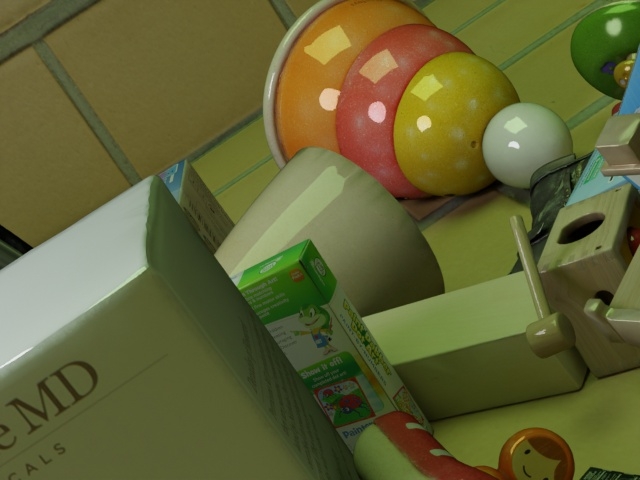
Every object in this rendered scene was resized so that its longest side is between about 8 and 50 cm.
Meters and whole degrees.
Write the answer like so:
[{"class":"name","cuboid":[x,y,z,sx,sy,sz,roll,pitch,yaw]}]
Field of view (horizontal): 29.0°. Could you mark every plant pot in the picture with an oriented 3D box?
[{"class":"plant pot","cuboid":[-0.038,0.073,1.457,0.274,0.256,0.256,-42,18,-21]}]

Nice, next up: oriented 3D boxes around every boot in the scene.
[{"class":"boot","cuboid":[0.328,-0.033,1.396,0.263,0.091,0.229,-29,22,30]}]

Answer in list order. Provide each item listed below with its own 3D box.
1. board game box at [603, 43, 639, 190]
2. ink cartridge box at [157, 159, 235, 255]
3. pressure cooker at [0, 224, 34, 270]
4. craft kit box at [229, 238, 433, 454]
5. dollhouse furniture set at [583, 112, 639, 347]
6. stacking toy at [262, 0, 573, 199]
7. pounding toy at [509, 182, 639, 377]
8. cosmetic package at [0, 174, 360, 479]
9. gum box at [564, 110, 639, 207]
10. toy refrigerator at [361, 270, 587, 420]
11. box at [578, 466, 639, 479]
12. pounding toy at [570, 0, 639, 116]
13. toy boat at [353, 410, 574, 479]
[{"class":"board game box","cuboid":[0.398,-0.210,1.055,0.308,0.086,0.302,-39,-23,-18]},{"class":"ink cartridge box","cuboid":[-0.173,0.071,1.678,0.151,0.270,0.395,-34,16,5]},{"class":"pressure cooker","cuboid":[-0.552,0.172,1.885,0.375,0.420,0.370,-42,48,7]},{"class":"craft kit box","cuboid":[-0.053,0.155,1.264,0.250,0.246,0.061,-25,20,23]},{"class":"dollhouse furniture set","cuboid":[0.318,0.068,0.848,0.356,0.174,0.303,2,53,53]},{"class":"stacking toy","cuboid":[0.168,-0.170,1.794,0.351,0.350,0.480,-39,34,-18]},{"class":"pounding toy","cuboid":[0.257,0.034,1.138,0.094,0.181,0.206,-22,20,33]},{"class":"cosmetic package","cuboid":[-0.162,0.216,1.036,0.329,0.393,0.327,-34,17,2]},{"class":"gum box","cuboid":[0.346,-0.100,1.281,0.157,0.041,0.184,-57,11,-30]},{"class":"toy refrigerator","cuboid":[0.146,0.117,1.275,0.270,0.094,0.102,-20,28,39]},{"class":"box","cuboid":[0.217,0.217,0.981,0.083,0.018,0.067,-42,18,-26]},{"class":"pounding toy","cuboid":[0.435,-0.220,1.610,0.237,0.183,0.110,-13,51,42]},{"class":"toy boat","cuboid":[0.132,0.201,0.965,0.151,0.151,0.231,-32,17,-7]}]
